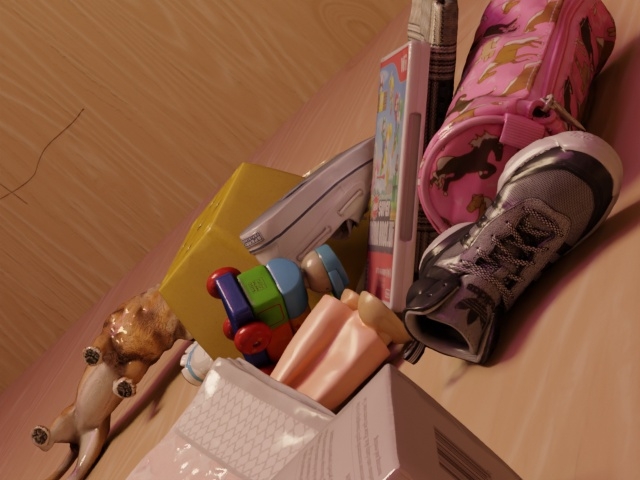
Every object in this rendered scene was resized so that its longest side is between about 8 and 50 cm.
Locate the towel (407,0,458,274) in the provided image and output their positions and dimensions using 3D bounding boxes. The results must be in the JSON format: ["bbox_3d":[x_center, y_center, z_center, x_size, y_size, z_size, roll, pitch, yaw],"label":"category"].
[{"bbox_3d":[0.116,-0.150,1.802,0.324,0.056,0.312,-85,-1,-74],"label":"towel"}]

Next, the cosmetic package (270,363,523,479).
[{"bbox_3d":[-0.025,0.282,1.058,0.365,0.155,0.197,-46,11,13],"label":"cosmetic package"}]

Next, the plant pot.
[{"bbox_3d":[-0.073,0.032,1.904,0.212,0.187,0.212,-49,12,41],"label":"plant pot"}]

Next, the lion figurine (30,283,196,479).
[{"bbox_3d":[-0.346,0.241,2.464,0.392,0.142,0.240,-49,3,17],"label":"lion figurine"}]

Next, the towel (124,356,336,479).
[{"bbox_3d":[-0.109,0.269,1.442,0.317,0.053,0.332,-52,29,-11],"label":"towel"}]

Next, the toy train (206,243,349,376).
[{"bbox_3d":[-0.029,0.108,1.748,0.143,0.248,0.105,-24,53,-7],"label":"toy train"}]

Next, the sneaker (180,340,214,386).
[{"bbox_3d":[-0.127,0.125,2.223,0.083,0.071,0.191,-24,34,50],"label":"sneaker"}]

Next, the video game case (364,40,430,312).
[{"bbox_3d":[0.082,-0.068,1.698,0.204,0.025,0.285,-170,85,-83],"label":"video game case"}]

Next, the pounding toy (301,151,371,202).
[{"bbox_3d":[0.000,0.000,2.136,0.269,0.155,0.154,-34,-13,21],"label":"pounding toy"}]

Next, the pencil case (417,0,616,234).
[{"bbox_3d":[0.211,-0.144,1.597,0.167,0.160,0.386,-10,27,22],"label":"pencil case"}]

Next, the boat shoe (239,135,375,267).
[{"bbox_3d":[0.011,-0.039,1.816,0.258,0.084,0.095,-39,9,-33],"label":"boat shoe"}]

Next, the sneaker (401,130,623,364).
[{"bbox_3d":[0.165,0.021,1.376,0.268,0.101,0.153,-45,11,45],"label":"sneaker"}]

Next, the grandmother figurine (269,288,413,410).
[{"bbox_3d":[-0.055,0.199,1.604,0.342,0.104,0.208,-48,2,-10],"label":"grandmother figurine"}]
